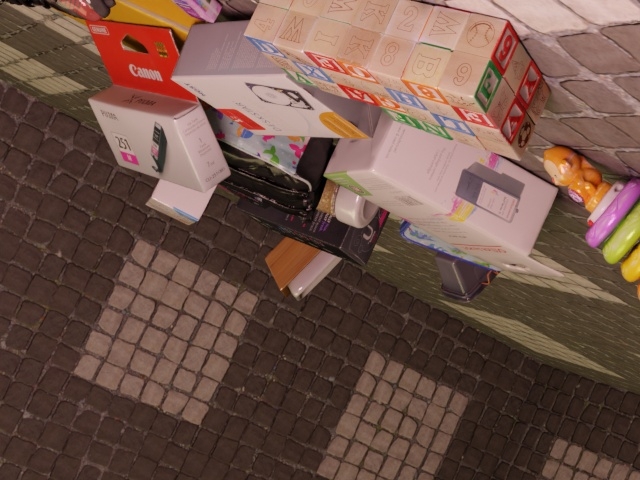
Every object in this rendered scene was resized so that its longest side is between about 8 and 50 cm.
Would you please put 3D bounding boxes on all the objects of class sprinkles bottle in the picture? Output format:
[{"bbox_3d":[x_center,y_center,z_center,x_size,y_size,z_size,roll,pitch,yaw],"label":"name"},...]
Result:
[{"bbox_3d":[-0.053,-0.139,2.071,0.355,0.121,0.121,22,174,22],"label":"sprinkles bottle"}]

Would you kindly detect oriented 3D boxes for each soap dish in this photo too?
[{"bbox_3d":[0.000,0.000,2.400,0.118,0.291,0.229,44,176,5],"label":"soap dish"}]

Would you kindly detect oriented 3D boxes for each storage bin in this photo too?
[{"bbox_3d":[0.285,0.039,2.043,0.098,0.135,0.091,19,145,49],"label":"storage bin"}]

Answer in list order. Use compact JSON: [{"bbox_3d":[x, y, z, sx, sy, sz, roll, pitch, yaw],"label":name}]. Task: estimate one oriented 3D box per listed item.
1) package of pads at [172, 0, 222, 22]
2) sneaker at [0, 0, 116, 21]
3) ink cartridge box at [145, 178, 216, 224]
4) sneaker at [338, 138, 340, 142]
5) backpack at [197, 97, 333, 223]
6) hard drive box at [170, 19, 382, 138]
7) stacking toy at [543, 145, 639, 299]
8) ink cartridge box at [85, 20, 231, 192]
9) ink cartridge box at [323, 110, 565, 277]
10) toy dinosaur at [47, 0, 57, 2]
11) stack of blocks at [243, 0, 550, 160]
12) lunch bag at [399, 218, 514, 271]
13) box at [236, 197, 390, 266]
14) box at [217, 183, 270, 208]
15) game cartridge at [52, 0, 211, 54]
[{"bbox_3d":[-0.173,-0.321,1.407,0.050,0.032,0.083,24,174,32],"label":"package of pads"},{"bbox_3d":[-0.406,-0.352,1.421,0.276,0.135,0.097,33,179,4],"label":"sneaker"},{"bbox_3d":[-0.243,-0.087,1.875,0.092,0.090,0.143,27,170,-11],"label":"ink cartridge box"},{"bbox_3d":[0.050,-0.141,1.812,0.058,0.085,0.152,24,174,9],"label":"sneaker"},{"bbox_3d":[-0.106,-0.163,1.730,0.253,0.191,0.225,17,166,4],"label":"backpack"},{"bbox_3d":[-0.053,-0.215,1.436,0.232,0.089,0.181,8,164,46],"label":"hard drive box"},{"bbox_3d":[0.399,-0.018,1.335,0.302,0.166,0.175,39,180,10],"label":"stacking toy"},{"bbox_3d":[-0.269,-0.207,1.619,0.275,0.060,0.239,19,138,50],"label":"ink cartridge box"},{"bbox_3d":[0.207,-0.072,1.618,0.353,0.119,0.207,28,172,-18],"label":"ink cartridge box"},{"bbox_3d":[-0.313,-0.371,1.222,0.160,0.121,0.313,40,173,-3],"label":"toy dinosaur"},{"bbox_3d":[0.085,-0.196,1.187,0.297,0.087,0.171,21,173,31],"label":"stack of blocks"},{"bbox_3d":[0.254,-0.021,1.861,0.219,0.090,0.176,20,165,-8],"label":"lunch bag"},{"bbox_3d":[-0.009,-0.077,2.220,0.270,0.165,0.143,22,173,30],"label":"box"},{"bbox_3d":[-0.159,-0.185,1.909,0.247,0.163,0.142,27,171,-13],"label":"box"},{"bbox_3d":[-0.311,-0.356,1.616,0.323,0.053,0.285,27,174,0],"label":"game cartridge"}]
